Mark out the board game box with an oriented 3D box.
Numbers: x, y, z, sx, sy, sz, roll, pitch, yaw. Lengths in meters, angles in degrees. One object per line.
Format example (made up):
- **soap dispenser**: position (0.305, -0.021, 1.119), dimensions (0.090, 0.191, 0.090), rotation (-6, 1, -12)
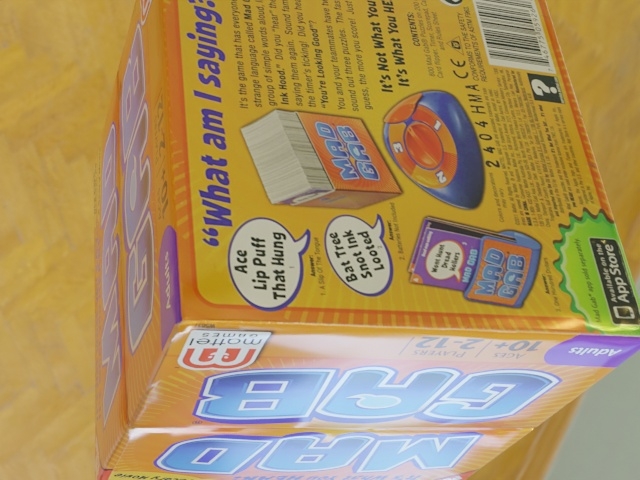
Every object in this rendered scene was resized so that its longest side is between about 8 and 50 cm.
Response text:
- **board game box**: position (0.000, 0.000, 0.905), dimensions (0.356, 0.356, 0.356), rotation (4, 148, -20)
